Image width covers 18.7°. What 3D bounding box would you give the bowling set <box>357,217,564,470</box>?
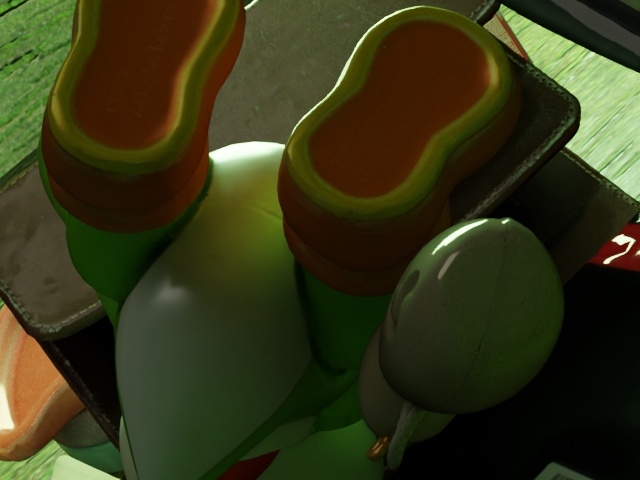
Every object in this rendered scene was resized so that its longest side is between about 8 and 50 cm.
[{"bbox_3d":[0.070,0.156,0.579,0.154,0.200,0.287,117,176,-74],"label":"bowling set"}]

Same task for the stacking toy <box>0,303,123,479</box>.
[{"bbox_3d":[-0.060,0.085,1.230,0.309,0.130,0.279,-34,40,18],"label":"stacking toy"}]

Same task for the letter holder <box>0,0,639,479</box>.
[{"bbox_3d":[0.000,0.000,1.023,0.302,0.152,0.214,-37,44,-7],"label":"letter holder"}]

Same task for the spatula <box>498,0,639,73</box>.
[{"bbox_3d":[0.165,-0.082,0.875,0.084,0.030,0.296,-44,36,-9],"label":"spatula"}]

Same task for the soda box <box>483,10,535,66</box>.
[{"bbox_3d":[0.033,-0.086,1.495,0.263,0.083,0.092,-37,15,-7],"label":"soda box"}]

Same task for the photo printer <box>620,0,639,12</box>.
[{"bbox_3d":[0.157,-0.190,1.090,0.107,0.307,0.256,-58,-13,17],"label":"photo printer"}]

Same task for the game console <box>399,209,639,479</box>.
[{"bbox_3d":[0.221,0.026,0.801,0.342,0.060,0.386,-45,15,-10],"label":"game console"}]

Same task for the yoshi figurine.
[{"bbox_3d":[-0.011,0.018,0.821,0.203,0.203,0.362,-19,-31,-14],"label":"yoshi figurine"}]
